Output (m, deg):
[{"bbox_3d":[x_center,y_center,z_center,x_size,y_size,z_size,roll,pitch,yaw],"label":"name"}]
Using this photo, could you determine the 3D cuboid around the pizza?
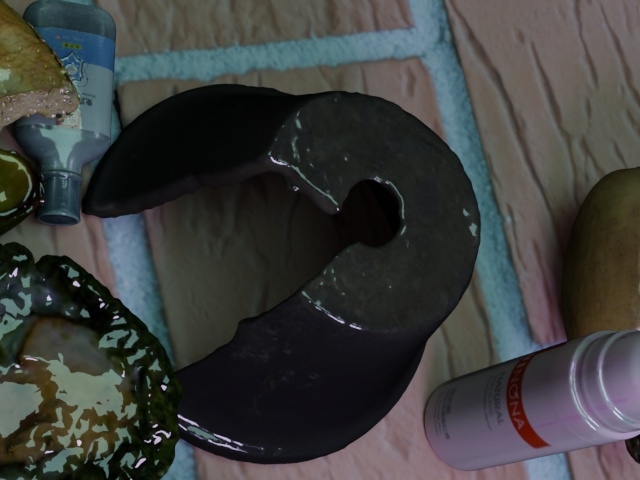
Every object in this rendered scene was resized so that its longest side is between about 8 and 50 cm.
[{"bbox_3d":[-0.343,-0.161,1.528,0.188,0.080,0.204,-22,64,-28],"label":"pizza"}]

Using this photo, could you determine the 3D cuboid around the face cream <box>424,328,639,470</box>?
[{"bbox_3d":[0.222,0.147,1.579,0.102,0.345,0.102,8,72,-25],"label":"face cream"}]

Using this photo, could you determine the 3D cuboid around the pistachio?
[{"bbox_3d":[-0.331,-0.034,1.512,0.173,0.049,0.089,-3,86,-18],"label":"pistachio"}]

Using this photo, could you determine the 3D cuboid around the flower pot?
[{"bbox_3d":[0.000,0.000,1.564,0.379,0.251,0.379,9,71,-26],"label":"flower pot"}]

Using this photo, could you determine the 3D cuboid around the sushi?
[{"bbox_3d":[-0.307,0.163,1.398,0.352,0.178,0.294,-39,93,-27],"label":"sushi"}]

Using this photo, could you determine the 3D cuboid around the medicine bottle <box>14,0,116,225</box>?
[{"bbox_3d":[-0.237,-0.119,1.580,0.090,0.054,0.208,8,73,-23],"label":"medicine bottle"}]

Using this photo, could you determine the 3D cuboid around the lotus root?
[{"bbox_3d":[0.340,0.076,1.771,0.183,0.183,0.310,12,76,-24],"label":"lotus root"}]
